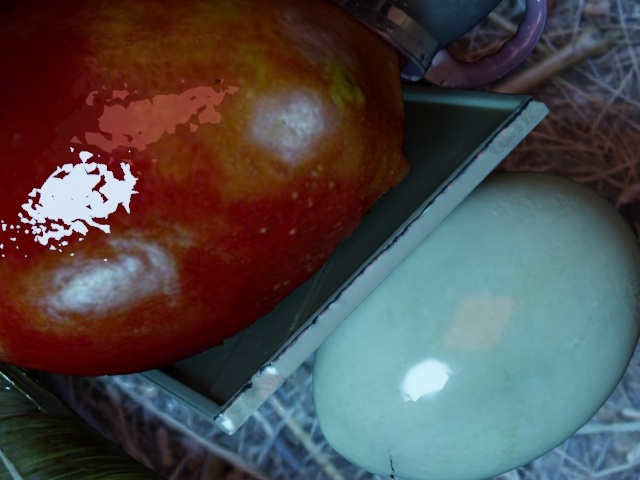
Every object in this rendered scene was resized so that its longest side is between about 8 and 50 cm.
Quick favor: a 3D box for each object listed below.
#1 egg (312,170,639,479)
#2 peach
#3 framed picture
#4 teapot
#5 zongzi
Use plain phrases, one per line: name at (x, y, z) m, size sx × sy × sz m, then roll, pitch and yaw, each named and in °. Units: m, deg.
egg at (0.105, 0.058, 1.125) m, size 0.253 × 0.186 × 0.186 m, roll -33°, pitch 81°, yaw -12°
peach at (-0.107, -0.056, 1.085) m, size 0.338 × 0.281 × 0.281 m, roll -9°, pitch 78°, yaw -12°
framed picture at (0.000, 0.000, 1.128) m, size 0.289 × 0.211 × 0.020 m, roll -45°, pitch 111°, yaw -13°
teapot at (0.084, -0.184, 1.236) m, size 0.116 × 0.148 × 0.146 m, roll 33°, pitch 87°, yaw 40°
zongzi at (-0.146, 0.140, 1.126) m, size 0.241 × 0.111 × 0.248 m, roll -18°, pitch 72°, yaw -6°
